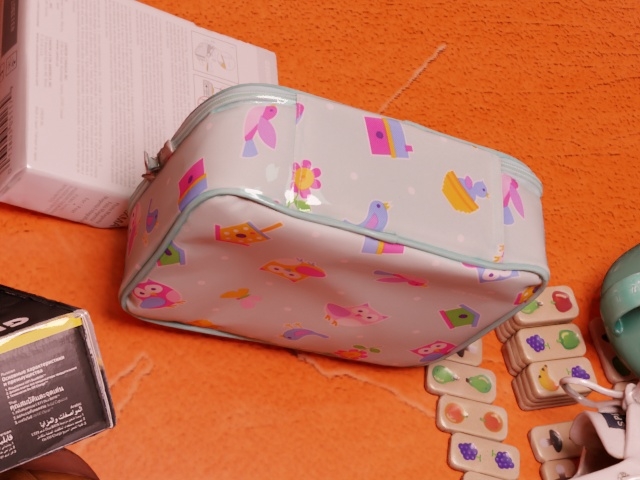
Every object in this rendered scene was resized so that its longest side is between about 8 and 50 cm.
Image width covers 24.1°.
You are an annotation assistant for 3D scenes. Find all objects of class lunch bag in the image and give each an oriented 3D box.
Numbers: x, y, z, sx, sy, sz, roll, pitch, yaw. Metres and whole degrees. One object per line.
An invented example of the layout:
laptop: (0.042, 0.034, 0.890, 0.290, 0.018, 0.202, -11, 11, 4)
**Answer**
lunch bag: (0.000, 0.000, 1.061, 0.279, 0.224, 0.108, 14, 61, -21)

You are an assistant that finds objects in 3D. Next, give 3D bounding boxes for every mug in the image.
mug: (0.277, 0.052, 1.199, 0.158, 0.097, 0.129, 37, 41, -22)

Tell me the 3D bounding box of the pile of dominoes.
pile of dominoes: (0.191, 0.157, 1.157, 0.196, 0.040, 0.251, -4, 64, -25)

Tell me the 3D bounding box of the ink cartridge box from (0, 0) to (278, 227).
ink cartridge box: (-0.138, -0.095, 1.170, 0.232, 0.066, 0.189, 19, 54, -37)

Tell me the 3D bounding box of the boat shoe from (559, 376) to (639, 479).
boat shoe: (0.230, 0.162, 1.099, 0.367, 0.136, 0.156, -20, 76, -18)

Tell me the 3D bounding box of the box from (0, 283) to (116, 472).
box: (-0.316, 0.106, 0.848, 0.322, 0.257, 0.079, -20, 104, -29)

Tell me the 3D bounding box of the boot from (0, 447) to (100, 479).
boot: (-0.217, 0.175, 0.832, 0.264, 0.280, 0.096, -1, 89, -29)
